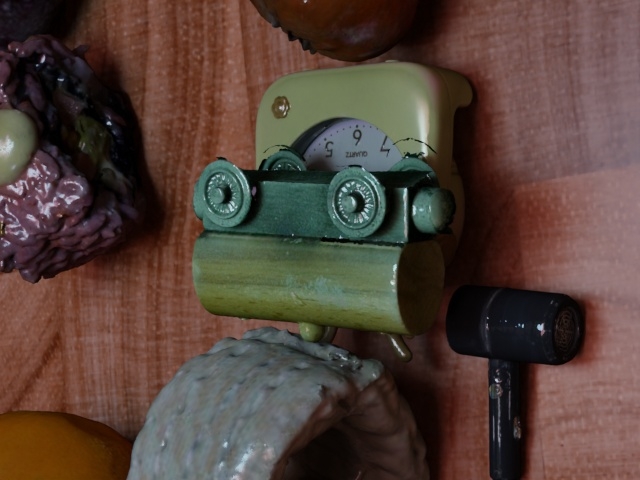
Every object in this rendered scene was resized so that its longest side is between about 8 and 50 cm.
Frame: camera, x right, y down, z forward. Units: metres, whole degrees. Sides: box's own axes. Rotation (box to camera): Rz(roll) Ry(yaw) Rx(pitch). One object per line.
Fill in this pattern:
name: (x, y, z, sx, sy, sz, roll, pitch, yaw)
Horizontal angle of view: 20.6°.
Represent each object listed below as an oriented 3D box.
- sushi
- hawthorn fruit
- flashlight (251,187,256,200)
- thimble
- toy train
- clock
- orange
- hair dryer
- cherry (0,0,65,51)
sushi: (-0.319, -0.092, 2.031, 0.170, 0.236, 0.270, -28, 69, 25)
hawthorn fruit: (0.033, -0.310, 1.797, 0.199, 0.199, 0.251, 31, 95, 33)
flashlight: (-0.067, -0.047, 1.959, 0.031, 0.052, 0.110, 38, 124, -7)
thimble: (-0.040, 0.236, 1.773, 0.195, 0.291, 0.292, 15, 99, 41)
toy train: (0.005, 0.000, 1.740, 0.307, 0.126, 0.190, 4, 108, 35)
clock: (0.045, -0.028, 1.831, 0.235, 0.096, 0.308, -1, 89, 36)
orange: (-0.314, 0.341, 1.980, 0.312, 0.312, 0.312, 0, 89, 37)
hair dryer: (0.190, 0.155, 1.743, 0.124, 0.071, 0.219, 7, 101, 37)
cherry: (-0.418, -0.336, 2.117, 0.255, 0.218, 0.296, 13, 84, 40)
